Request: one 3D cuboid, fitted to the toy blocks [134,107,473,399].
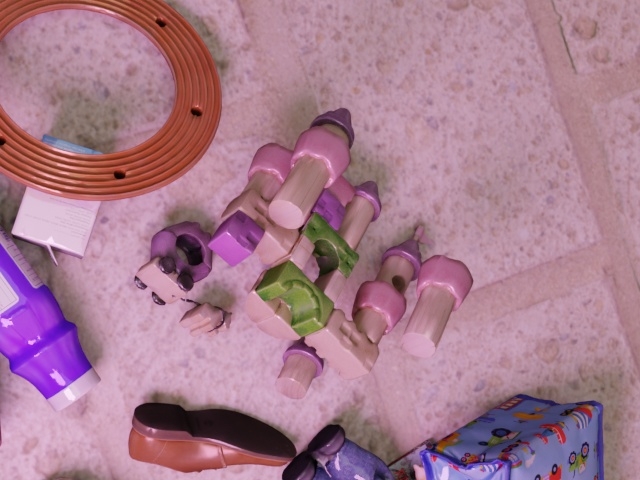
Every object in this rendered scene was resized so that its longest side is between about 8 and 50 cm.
[{"bbox_3d":[0.000,0.000,1.437,0.288,0.309,0.260,45,45,-18],"label":"toy blocks"}]

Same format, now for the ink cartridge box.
[{"bbox_3d":[-0.314,-0.042,1.405,0.090,0.092,0.143,19,82,-11],"label":"ink cartridge box"}]

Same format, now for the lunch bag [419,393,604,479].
[{"bbox_3d":[0.260,0.370,1.465,0.221,0.138,0.293,-19,103,-45],"label":"lunch bag"}]

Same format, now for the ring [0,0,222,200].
[{"bbox_3d":[-0.284,-0.188,1.396,0.337,0.032,0.336,9,57,-15],"label":"ring"}]

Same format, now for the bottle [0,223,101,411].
[{"bbox_3d":[-0.368,0.071,1.373,0.092,0.118,0.282,-36,95,-13],"label":"bottle"}]

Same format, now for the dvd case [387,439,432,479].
[{"bbox_3d":[0.112,0.329,1.518,0.119,0.013,0.087,-29,93,-13],"label":"dvd case"}]

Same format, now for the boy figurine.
[{"bbox_3d":[0.093,0.353,1.459,0.285,0.092,0.177,42,79,-8],"label":"boy figurine"}]

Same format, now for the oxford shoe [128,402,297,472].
[{"bbox_3d":[-0.136,0.257,1.449,0.212,0.076,0.076,12,114,-14],"label":"oxford shoe"}]

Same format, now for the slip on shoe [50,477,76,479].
[{"bbox_3d":[-0.209,0.403,1.397,0.331,0.101,0.123,37,78,-9],"label":"slip on shoe"}]
